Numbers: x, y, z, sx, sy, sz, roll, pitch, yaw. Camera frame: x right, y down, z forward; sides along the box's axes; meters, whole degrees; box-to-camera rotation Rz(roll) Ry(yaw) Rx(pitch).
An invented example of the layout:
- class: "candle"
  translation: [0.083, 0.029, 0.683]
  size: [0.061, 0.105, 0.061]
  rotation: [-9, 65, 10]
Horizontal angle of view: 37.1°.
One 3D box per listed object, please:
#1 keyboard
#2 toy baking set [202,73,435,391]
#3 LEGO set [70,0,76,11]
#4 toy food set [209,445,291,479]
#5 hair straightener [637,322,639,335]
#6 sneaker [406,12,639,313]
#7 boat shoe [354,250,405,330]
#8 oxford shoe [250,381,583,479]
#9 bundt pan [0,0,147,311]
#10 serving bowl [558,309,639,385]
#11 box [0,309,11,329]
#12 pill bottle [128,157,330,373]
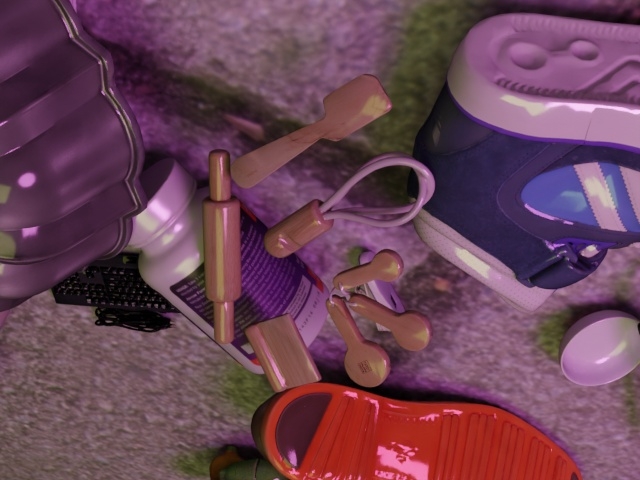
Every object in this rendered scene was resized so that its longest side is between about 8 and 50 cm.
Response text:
- class: "keyboard"
  translation: [-0.183, 0.060, 0.951]
  size: [0.192, 0.038, 0.100]
  rotation: [3, 133, 13]
- class: "toy baking set"
  translation: [-0.006, 0.000, 0.720]
  size: [0.196, 0.030, 0.256]
  rotation: [5, 110, 25]
- class: "LEGO set"
  translation: [-0.261, -0.261, 0.653]
  size: [0.182, 0.060, 0.244]
  rotation: [16, 138, -1]
- class: "toy food set"
  translation: [-0.037, 0.277, 1.104]
  size: [0.218, 0.071, 0.128]
  rotation: [3, 157, 15]
- class: "hair straightener"
  translation: [0.325, 0.105, 0.855]
  size: [0.089, 0.047, 0.230]
  rotation: [-28, 126, -5]
- class: "sneaker"
  translation: [0.225, -0.032, 0.704]
  size: [0.322, 0.130, 0.236]
  rotation: [11, 143, 1]
- class: "boat shoe"
  translation: [0.048, 0.050, 0.882]
  size: [0.035, 0.035, 0.100]
  rotation: [-11, 135, 21]
- class: "oxford shoe"
  translation: [0.103, 0.222, 0.996]
  size: [0.363, 0.130, 0.133]
  rotation: [21, 167, -14]
- class: "bundt pan"
  translation: [-0.299, -0.077, 0.723]
  size: [0.331, 0.124, 0.331]
  rotation: [18, 133, 21]
- class: "serving bowl"
  translation: [0.252, 0.092, 0.862]
  size: [0.083, 0.027, 0.083]
  rotation: [-7, 128, -9]
- class: "box"
  translation: [-0.445, 0.053, 0.938]
  size: [0.232, 0.149, 0.127]
  rotation: [14, 134, 1]
- class: "pill bottle"
  translation: [-0.090, 0.021, 0.838]
  size: [0.108, 0.108, 0.193]
  rotation: [-26, 122, 33]
